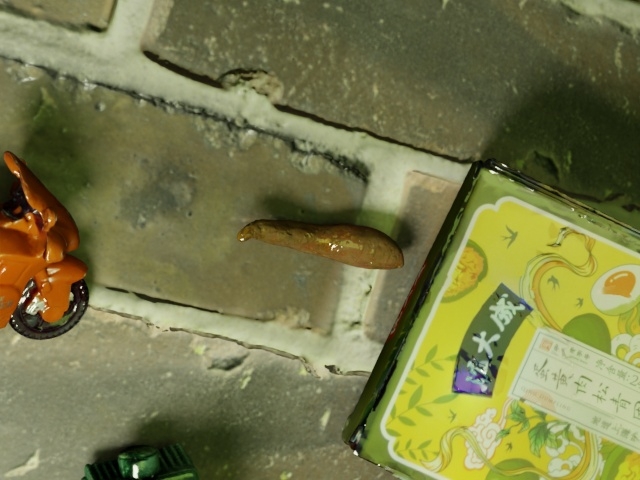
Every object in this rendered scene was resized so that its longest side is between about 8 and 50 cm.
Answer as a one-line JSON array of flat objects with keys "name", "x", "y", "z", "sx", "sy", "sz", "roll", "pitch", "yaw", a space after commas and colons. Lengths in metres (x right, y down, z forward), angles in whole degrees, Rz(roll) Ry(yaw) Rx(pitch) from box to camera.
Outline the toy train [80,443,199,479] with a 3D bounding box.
[{"name": "toy train", "x": -0.167, "y": 0.393, "z": 1.823, "sx": 0.138, "sy": 0.178, "sz": 0.330, "roll": -10, "pitch": 101, "yaw": -19}]

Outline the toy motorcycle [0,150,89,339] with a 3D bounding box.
[{"name": "toy motorcycle", "x": -0.387, "y": 0.015, "z": 1.720, "sx": 0.325, "sy": 0.148, "sz": 0.221, "roll": -1, "pitch": 119, "yaw": -27}]

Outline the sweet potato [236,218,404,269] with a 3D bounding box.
[{"name": "sweet potato", "x": 0.000, "y": 0.000, "z": 1.907, "sx": 0.214, "sy": 0.050, "sz": 0.050, "roll": 10, "pitch": 93, "yaw": -24}]

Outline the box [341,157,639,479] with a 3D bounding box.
[{"name": "box", "x": 0.288, "y": 0.160, "z": 1.924, "sx": 0.420, "sy": 0.138, "sz": 0.373, "roll": 26, "pitch": 88, "yaw": -1}]
